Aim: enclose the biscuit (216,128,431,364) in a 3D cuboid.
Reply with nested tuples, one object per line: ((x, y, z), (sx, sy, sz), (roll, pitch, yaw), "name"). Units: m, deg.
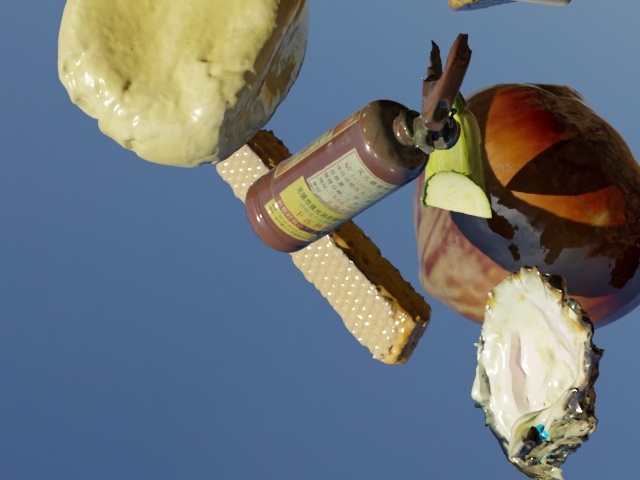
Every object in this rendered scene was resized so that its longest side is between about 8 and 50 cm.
((0.000, 0.000, 2.166), (0.054, 0.094, 0.379), (-17, -127, -38), "biscuit")

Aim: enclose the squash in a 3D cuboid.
((0.162, -0.105, 2.110), (0.090, 0.200, 0.075), (18, -135, 34), "squash")

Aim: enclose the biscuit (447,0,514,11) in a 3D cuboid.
((0.272, -0.349, 2.309), (0.226, 0.042, 0.226), (-13, -177, 1), "biscuit")

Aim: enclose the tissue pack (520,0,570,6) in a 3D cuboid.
((0.163, -0.352, 1.578), (0.136, 0.246, 0.159), (3, -164, -35), "tissue pack")

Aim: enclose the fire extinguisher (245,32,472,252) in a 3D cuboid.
((0.034, -0.084, 1.425), (0.075, 0.252, 0.106), (-2, -112, -42), "fire extinguisher")

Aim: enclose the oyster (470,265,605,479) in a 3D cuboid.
((0.239, 0.152, 1.872), (0.092, 0.260, 0.198), (0, -162, -25), "oyster")

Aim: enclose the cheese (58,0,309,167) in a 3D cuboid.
((-0.127, -0.184, 1.549), (0.214, 0.226, 0.117), (30, 165, 15), "cheese")

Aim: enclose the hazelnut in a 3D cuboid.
((0.298, -0.047, 2.418), (0.359, 0.359, 0.409), (12, -161, -26), "hazelnut")
